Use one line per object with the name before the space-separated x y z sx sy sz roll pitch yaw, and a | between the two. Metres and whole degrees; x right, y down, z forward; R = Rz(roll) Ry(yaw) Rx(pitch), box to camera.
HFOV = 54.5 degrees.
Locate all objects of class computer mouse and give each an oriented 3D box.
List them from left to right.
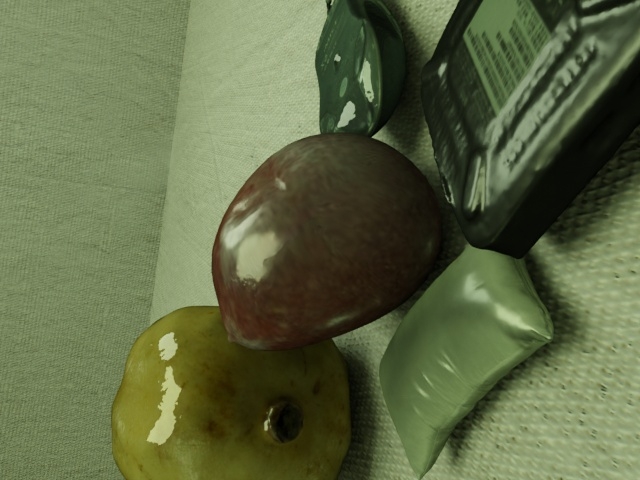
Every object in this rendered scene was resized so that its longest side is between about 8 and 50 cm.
computer mouse | 0.054 -0.270 0.870 0.167 0.090 0.380 121 152 -43

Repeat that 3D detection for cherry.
cherry | 0.000 0.000 0.724 0.221 0.307 0.261 55 165 -20

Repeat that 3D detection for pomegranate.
pomegranate | -0.113 0.230 0.849 0.332 0.332 0.333 -174 90 -66

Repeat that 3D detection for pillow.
pillow | 0.130 0.115 0.614 0.144 0.078 0.254 -107 34 -42

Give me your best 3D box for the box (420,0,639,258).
box | 0.184 -0.169 0.530 0.290 0.073 0.289 -93 22 -43
